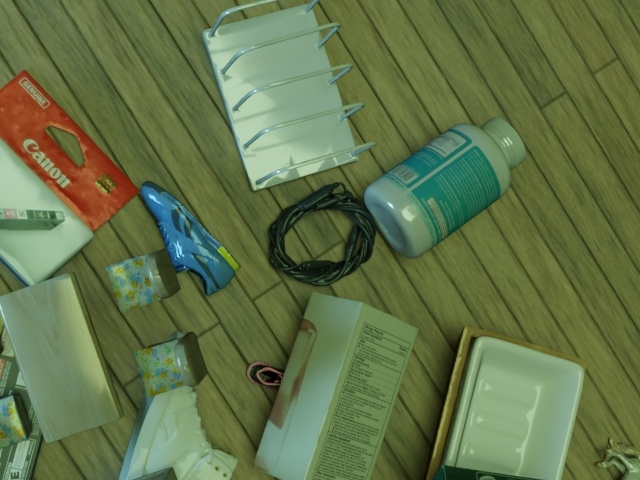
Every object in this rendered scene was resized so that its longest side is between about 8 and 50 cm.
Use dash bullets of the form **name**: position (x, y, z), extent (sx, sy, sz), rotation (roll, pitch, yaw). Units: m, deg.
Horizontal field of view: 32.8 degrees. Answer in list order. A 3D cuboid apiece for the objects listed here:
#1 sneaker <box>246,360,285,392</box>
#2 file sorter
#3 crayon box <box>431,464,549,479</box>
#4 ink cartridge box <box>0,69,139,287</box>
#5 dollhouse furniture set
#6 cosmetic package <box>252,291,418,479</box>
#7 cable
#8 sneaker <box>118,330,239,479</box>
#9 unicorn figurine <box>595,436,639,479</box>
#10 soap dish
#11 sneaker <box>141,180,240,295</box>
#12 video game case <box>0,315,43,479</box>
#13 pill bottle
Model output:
- **sneaker**: position (-0.059, 0.229, 1.767), extent (0.119, 0.057, 0.047), rotation (16, 80, -14)
- **file sorter**: position (-0.047, -0.246, 1.746), extent (0.192, 0.173, 0.278), rotation (-17, 90, -15)
- **crayon box**: position (0.233, 0.489, 1.738), extent (0.203, 0.323, 0.083), rotation (11, 43, -13)
- **ink cartridge box**: position (-0.450, -0.099, 1.679), extent (0.275, 0.060, 0.239), rotation (47, 71, -7)
- **dollhouse furniture set**: position (-0.340, 0.250, 1.512), extent (0.362, 0.256, 0.394), rotation (-19, 92, 1)
- **cosmetic package**: position (0.025, 0.248, 1.724), extent (0.153, 0.129, 0.296), rotation (29, 78, -41)
- **cable**: position (0.000, 0.000, 1.809), extent (0.184, 0.047, 0.151), rotation (-34, 101, -12)
- **sneaker**: position (-0.202, 0.298, 1.707), extent (0.169, 0.108, 0.293), rotation (17, 92, -14)
- **unicorn figurine**: position (0.532, 0.434, 1.897), extent (0.111, 0.060, 0.162), rotation (17, 82, -12)
- **soap dish**: position (0.301, 0.310, 1.819), extent (0.228, 0.118, 0.291), rotation (17, 82, -12)
- **sneaker**: position (-0.224, -0.002, 1.737), extent (0.082, 0.069, 0.209), rotation (-44, 97, -9)
- **video game case**: position (-0.533, 0.228, 1.660), extent (0.248, 0.035, 0.275), rotation (15, 83, -13)
- **pill bottle**: position (0.214, -0.097, 1.813), extent (0.264, 0.146, 0.146), rotation (-35, 95, -14)
